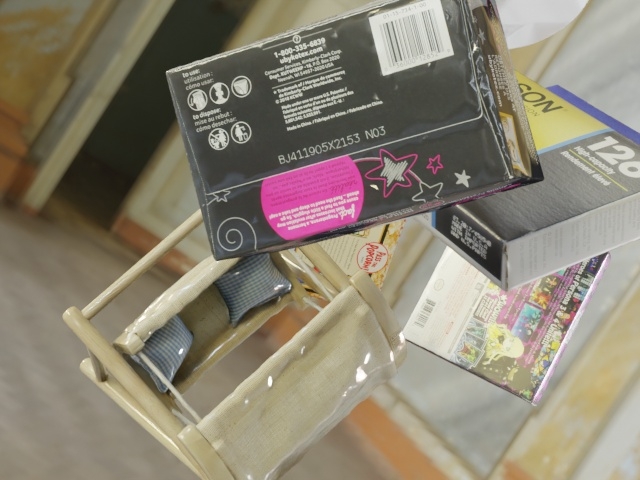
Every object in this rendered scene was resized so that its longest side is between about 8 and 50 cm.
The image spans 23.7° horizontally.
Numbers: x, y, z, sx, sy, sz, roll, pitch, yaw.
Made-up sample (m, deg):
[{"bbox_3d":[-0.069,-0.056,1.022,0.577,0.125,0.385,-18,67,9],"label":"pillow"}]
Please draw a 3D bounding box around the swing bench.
[{"bbox_3d":[-0.082,0.108,1.571,0.254,0.253,0.165,42,-19,16],"label":"swing bench"}]

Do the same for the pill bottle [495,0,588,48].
[{"bbox_3d":[0.227,-0.457,2.113,0.210,0.210,0.363,26,38,-56],"label":"pill bottle"}]

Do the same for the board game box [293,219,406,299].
[{"bbox_3d":[0.000,0.000,1.978,0.193,0.147,0.045,15,15,-17],"label":"board game box"}]

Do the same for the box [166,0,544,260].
[{"bbox_3d":[0.030,-0.092,1.209,0.142,0.247,0.163,-5,80,-73],"label":"box"}]

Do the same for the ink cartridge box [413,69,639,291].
[{"bbox_3d":[0.216,-0.088,1.538,0.307,0.072,0.303,-21,37,-25],"label":"ink cartridge box"}]

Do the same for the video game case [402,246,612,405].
[{"bbox_3d":[0.252,0.077,2.080,0.210,0.232,0.042,25,-5,24],"label":"video game case"}]
